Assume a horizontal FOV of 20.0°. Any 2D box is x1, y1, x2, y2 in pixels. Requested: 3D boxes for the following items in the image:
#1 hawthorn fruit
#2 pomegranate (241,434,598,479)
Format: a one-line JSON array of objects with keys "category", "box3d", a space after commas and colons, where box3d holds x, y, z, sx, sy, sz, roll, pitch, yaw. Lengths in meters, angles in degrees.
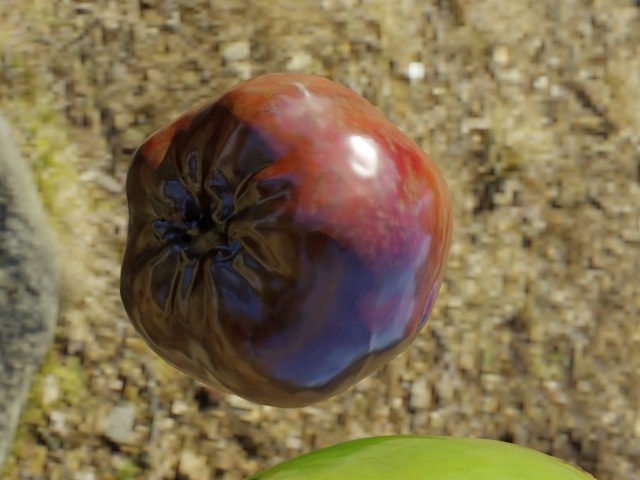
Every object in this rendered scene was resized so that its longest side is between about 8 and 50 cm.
[{"category": "hawthorn fruit", "box3d": [0.000, 0.000, 1.143, 0.248, 0.208, 0.208, 3, 90, -48]}, {"category": "pomegranate", "box3d": [0.047, 0.181, 0.534, 0.236, 0.302, 0.236, -5, 101, -29]}]
